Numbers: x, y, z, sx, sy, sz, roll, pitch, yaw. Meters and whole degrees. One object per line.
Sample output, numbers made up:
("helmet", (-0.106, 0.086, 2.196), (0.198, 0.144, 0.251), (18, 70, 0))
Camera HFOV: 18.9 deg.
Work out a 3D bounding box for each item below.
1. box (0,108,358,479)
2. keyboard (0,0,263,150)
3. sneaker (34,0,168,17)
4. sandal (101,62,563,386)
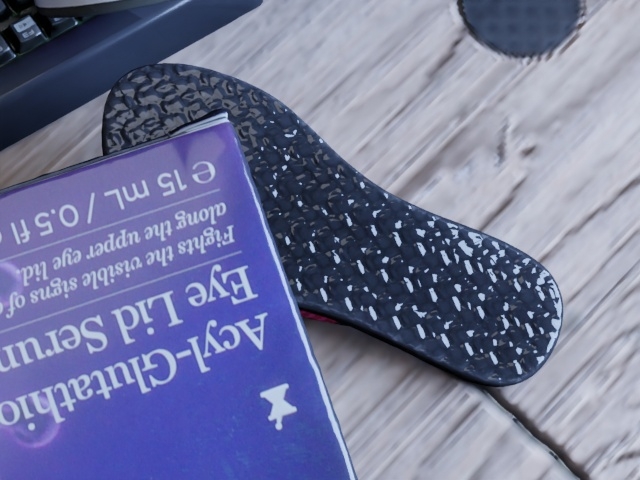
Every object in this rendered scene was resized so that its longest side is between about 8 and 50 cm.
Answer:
("box", (-0.068, 0.087, 0.571), (0.153, 0.108, 0.207), (-20, 87, -11))
("keyboard", (-0.162, -0.033, 0.675), (0.317, 0.033, 0.201), (-31, 75, -14))
("sneaker", (0.011, -0.205, 0.666), (0.295, 0.124, 0.178), (-24, 109, -24))
("sandal", (0.000, 0.000, 0.672), (0.179, 0.040, 0.067), (29, 80, -11))
